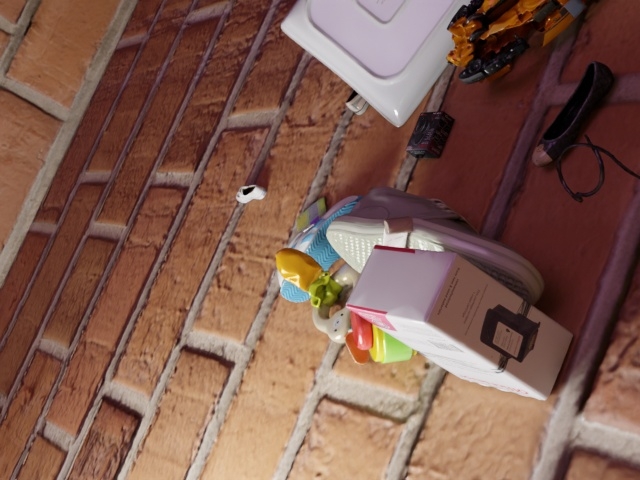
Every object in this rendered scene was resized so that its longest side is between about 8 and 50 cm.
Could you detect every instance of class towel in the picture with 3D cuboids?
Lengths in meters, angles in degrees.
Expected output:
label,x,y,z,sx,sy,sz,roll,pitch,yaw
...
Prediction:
label,x,y,z,sx,sy,sz,roll,pitch,yaw
towel,-0.016,-0.043,1.980,0.083,0.009,0.060,-41,35,28

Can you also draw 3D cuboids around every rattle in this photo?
label,x,y,z,sx,sy,sz,roll,pitch,yaw
rattle,0.013,0.098,1.705,0.130,0.143,0.199,-28,34,15

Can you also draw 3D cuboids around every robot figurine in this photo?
label,x,y,z,sx,sy,sz,roll,pitch,yaw
robot figurine,0.324,-0.368,1.678,0.291,0.085,0.211,-38,37,32

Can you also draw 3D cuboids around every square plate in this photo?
label,x,y,z,sx,sy,sz,roll,pitch,yaw
square plate,0.124,-0.442,1.897,0.344,0.049,0.347,44,105,24

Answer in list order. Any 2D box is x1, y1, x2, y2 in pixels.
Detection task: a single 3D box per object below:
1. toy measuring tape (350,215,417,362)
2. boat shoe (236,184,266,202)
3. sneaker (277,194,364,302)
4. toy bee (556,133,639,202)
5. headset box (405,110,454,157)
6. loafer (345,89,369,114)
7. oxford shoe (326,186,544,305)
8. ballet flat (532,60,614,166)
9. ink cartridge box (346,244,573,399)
label,x,y,z,sx,sy,sz,roll,pitch,yaw
toy measuring tape,0.106,0.093,1.491,0.330,0.121,0.121,95,-177,-60
boat shoe,-0.155,-0.102,2.204,0.100,0.035,0.035,-1,65,55
sneaker,0.000,0.000,1.849,0.228,0.087,0.092,-47,31,18
toy bee,0.454,-0.061,1.194,0.298,0.162,0.195,47,125,26
headset box,0.184,-0.175,1.774,0.062,0.032,0.083,7,70,57
loafer,0.088,-0.305,2.011,0.045,0.039,0.125,9,73,58
oxford shoe,0.170,0.000,1.550,0.130,0.169,0.449,-45,27,-17
ballet flat,0.358,-0.183,1.511,0.173,0.049,0.057,-56,31,9
ink cartridge box,0.181,0.105,1.354,0.172,0.237,0.100,7,67,57
